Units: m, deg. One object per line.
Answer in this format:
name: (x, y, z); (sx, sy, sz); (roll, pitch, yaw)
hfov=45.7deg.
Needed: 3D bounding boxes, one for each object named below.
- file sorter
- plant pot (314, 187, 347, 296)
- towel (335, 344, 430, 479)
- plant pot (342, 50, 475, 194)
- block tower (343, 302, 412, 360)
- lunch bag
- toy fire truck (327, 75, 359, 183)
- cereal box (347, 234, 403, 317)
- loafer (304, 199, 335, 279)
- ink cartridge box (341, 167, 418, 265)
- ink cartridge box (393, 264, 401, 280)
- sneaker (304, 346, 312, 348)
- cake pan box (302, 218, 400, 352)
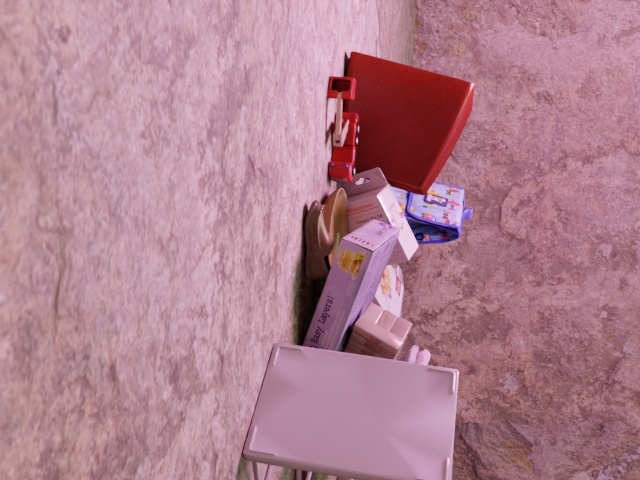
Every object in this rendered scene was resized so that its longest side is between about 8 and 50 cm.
file sorter: (0.048, 0.297, 1.120); (0.193, 0.277, 0.173); (-75, 170, -46)
plant pot: (0.020, 0.013, 1.500); (0.236, 0.032, 0.237); (6, 90, -80)
towel: (0.103, 0.389, 1.497); (0.332, 0.053, 0.317); (-64, 170, 18)
plant pot: (0.174, -0.241, 1.678); (0.267, 0.267, 0.236); (11, 96, -80)
block tower: (0.076, 0.264, 1.446); (0.097, 0.090, 0.336); (-51, 165, -47)
lunch bag: (0.252, -0.074, 2.006); (0.221, 0.293, 0.138); (-69, 161, -58)
toy fire truck: (0.042, -0.211, 1.475); (0.135, 0.047, 0.192); (7, 88, -79)
cereal box: (0.116, 0.075, 1.737); (0.240, 0.047, 0.173); (58, 27, -25)
loafer: (0.000, 0.000, 1.325); (0.056, 0.050, 0.148); (-69, 162, -63)
ink cartridge box: (0.111, -0.044, 1.611); (0.067, 0.115, 0.198); (-46, 114, -49)
ink cartridge box: (0.162, 0.190, 2.115); (0.353, 0.119, 0.207); (61, 35, -74)
sneaker: (-0.015, 0.273, 1.301); (0.083, 0.084, 0.215); (-97, -172, -52)
cake pan box: (0.060, 0.095, 1.419); (0.246, 0.070, 0.267); (-68, 168, 16)
